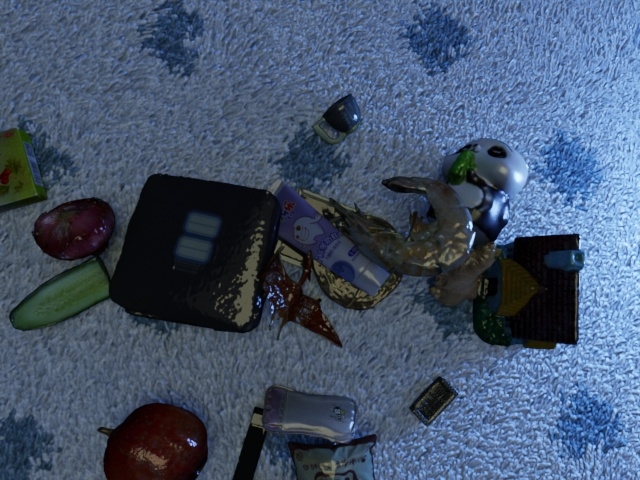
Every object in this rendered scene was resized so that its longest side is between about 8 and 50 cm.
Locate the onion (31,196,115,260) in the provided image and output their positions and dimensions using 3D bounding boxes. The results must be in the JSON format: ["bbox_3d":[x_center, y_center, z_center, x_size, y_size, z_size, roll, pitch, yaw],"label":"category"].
[{"bbox_3d":[-0.567,-0.015,1.163,0.184,0.184,0.147,-24,129,-7],"label":"onion"}]

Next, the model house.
[{"bbox_3d":[0.527,0.130,1.195,0.230,0.249,0.280,3,84,-4],"label":"model house"}]

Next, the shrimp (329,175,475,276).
[{"bbox_3d":[0.182,-0.049,1.152,0.361,0.085,0.246,21,79,24],"label":"shrimp"}]

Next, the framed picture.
[{"bbox_3d":[0.024,-0.005,1.277,0.253,0.014,0.196,21,83,-3],"label":"framed picture"}]

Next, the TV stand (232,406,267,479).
[{"bbox_3d":[-0.176,0.538,1.193,0.049,0.040,0.256,18,83,-4],"label":"TV stand"}]

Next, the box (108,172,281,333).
[{"bbox_3d":[-0.286,0.025,1.163,0.360,0.091,0.349,9,76,8],"label":"box"}]

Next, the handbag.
[{"bbox_3d":[0.039,0.582,1.167,0.213,0.127,0.234,-5,87,-8],"label":"handbag"}]

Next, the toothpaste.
[{"bbox_3d":[0.000,0.000,1.212,0.371,0.080,0.125,37,84,10],"label":"toothpaste"}]

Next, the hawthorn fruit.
[{"bbox_3d":[-0.380,0.468,1.108,0.250,0.215,0.215,23,83,2],"label":"hawthorn fruit"}]

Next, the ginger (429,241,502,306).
[{"bbox_3d":[0.351,0.082,1.220,0.138,0.213,0.074,-3,52,-15],"label":"ginger"}]

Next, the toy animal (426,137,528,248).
[{"bbox_3d":[0.388,-0.131,1.225,0.213,0.212,0.266,20,84,-3],"label":"toy animal"}]

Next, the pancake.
[{"bbox_3d":[0.096,0.047,1.254,0.250,0.031,0.249,0,83,-3],"label":"pancake"}]

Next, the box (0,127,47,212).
[{"bbox_3d":[-0.821,-0.148,1.185,0.261,0.062,0.175,-18,87,-6],"label":"box"}]

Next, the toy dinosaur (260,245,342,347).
[{"bbox_3d":[-0.039,0.146,1.146,0.207,0.113,0.327,-38,128,-43],"label":"toy dinosaur"}]

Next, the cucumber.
[{"bbox_3d":[-0.618,0.128,1.173,0.244,0.063,0.115,-28,124,-9],"label":"cucumber"}]

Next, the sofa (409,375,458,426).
[{"bbox_3d":[0.287,0.407,1.251,0.118,0.039,0.060,-43,89,-8],"label":"sofa"}]

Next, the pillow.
[{"bbox_3d":[-0.026,0.419,1.192,0.233,0.130,0.038,10,127,-2],"label":"pillow"}]

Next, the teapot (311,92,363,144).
[{"bbox_3d":[0.054,-0.313,1.286,0.090,0.124,0.092,51,40,-15],"label":"teapot"}]
